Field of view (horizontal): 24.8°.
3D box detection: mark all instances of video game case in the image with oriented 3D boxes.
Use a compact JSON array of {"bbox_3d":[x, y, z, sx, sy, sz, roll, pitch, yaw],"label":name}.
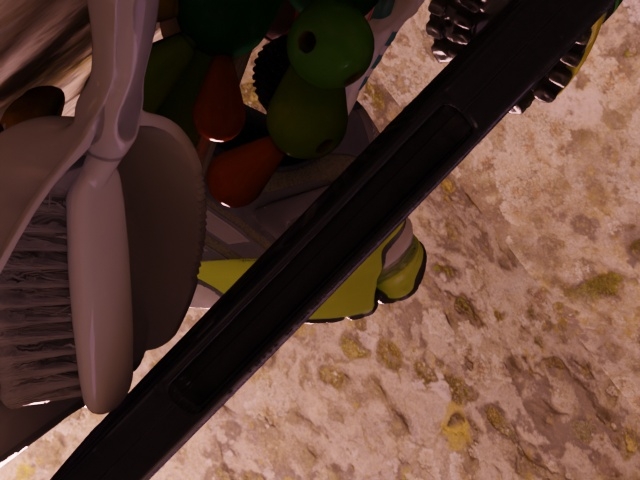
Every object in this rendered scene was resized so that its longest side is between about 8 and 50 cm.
[{"bbox_3d":[0.000,0.000,0.557,0.274,0.026,0.196,-47,-178,3],"label":"video game case"}]

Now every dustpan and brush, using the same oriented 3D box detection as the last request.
[{"bbox_3d":[-0.075,-0.013,0.448,0.060,0.211,0.147,17,-150,26],"label":"dustpan and brush"}]

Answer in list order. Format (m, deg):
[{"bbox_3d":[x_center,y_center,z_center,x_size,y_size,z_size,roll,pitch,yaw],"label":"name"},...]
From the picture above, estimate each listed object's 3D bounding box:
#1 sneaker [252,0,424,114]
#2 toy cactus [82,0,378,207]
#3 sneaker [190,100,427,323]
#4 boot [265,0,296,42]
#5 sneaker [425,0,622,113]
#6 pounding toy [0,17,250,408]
[{"bbox_3d":[0.020,-0.103,0.688,0.075,0.057,0.161,-30,162,-27],"label":"sneaker"},{"bbox_3d":[-0.004,-0.113,0.532,0.219,0.112,0.180,-38,-156,29],"label":"toy cactus"},{"bbox_3d":[-0.093,-0.026,0.823,0.300,0.121,0.111,-4,-154,8],"label":"sneaker"},{"bbox_3d":[0.028,-0.179,0.733,0.248,0.090,0.207,-32,175,23],"label":"boot"},{"bbox_3d":[0.173,-0.239,0.889,0.146,0.134,0.343,-53,176,-39],"label":"sneaker"},{"bbox_3d":[-0.104,-0.051,0.660,0.183,0.110,0.237,129,-18,-75],"label":"pounding toy"}]
